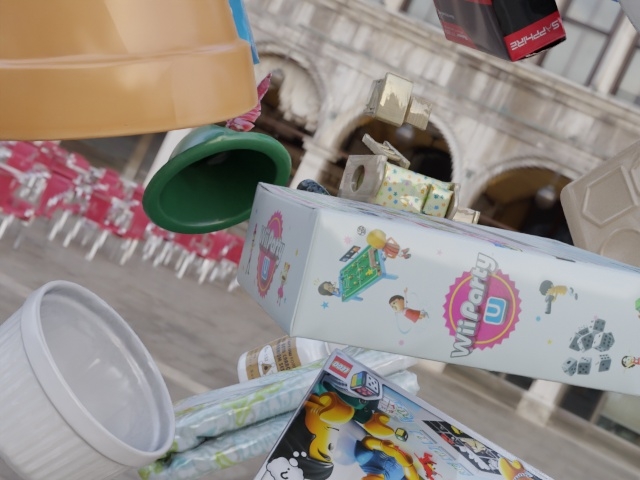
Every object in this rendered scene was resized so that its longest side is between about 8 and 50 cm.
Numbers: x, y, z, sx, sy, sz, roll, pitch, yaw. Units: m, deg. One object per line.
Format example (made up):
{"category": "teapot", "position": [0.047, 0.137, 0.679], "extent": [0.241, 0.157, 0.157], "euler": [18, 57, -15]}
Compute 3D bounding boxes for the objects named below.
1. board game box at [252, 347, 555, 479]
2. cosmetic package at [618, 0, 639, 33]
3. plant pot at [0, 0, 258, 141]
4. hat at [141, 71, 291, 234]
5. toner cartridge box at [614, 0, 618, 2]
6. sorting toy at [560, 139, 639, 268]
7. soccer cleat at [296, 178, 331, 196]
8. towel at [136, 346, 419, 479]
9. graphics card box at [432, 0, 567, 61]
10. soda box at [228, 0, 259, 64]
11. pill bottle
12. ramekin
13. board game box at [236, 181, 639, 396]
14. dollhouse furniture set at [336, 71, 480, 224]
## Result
{"category": "board game box", "position": [0.097, 0.251, 0.891], "extent": [0.305, 0.053, 0.193], "euler": [30, 45, 5]}
{"category": "cosmetic package", "position": [0.535, -0.439, 1.099], "extent": [0.161, 0.453, 0.230], "euler": [55, 30, -12]}
{"category": "plant pot", "position": [-0.206, -0.215, 0.881], "extent": [0.291, 0.203, 0.291], "euler": [-1, 16, 0]}
{"category": "hat", "position": [-0.141, -0.126, 1.140], "extent": [0.208, 0.173, 0.183], "euler": [32, 28, -59]}
{"category": "toner cartridge box", "position": [0.377, -0.525, 1.599], "extent": [0.348, 0.165, 0.075], "euler": [11, 29, -21]}
{"category": "sorting toy", "position": [0.396, -0.033, 1.180], "extent": [0.038, 0.208, 0.193], "euler": [23, 45, -33]}
{"category": "soccer cleat", "position": [0.000, 0.000, 1.224], "extent": [0.072, 0.060, 0.178], "euler": [-10, 65, -32]}
{"category": "towel", "position": [-0.067, 0.224, 1.319], "extent": [0.375, 0.090, 0.320], "euler": [-19, -5, -11]}
{"category": "graphics card box", "position": [0.186, -0.430, 1.284], "extent": [0.370, 0.094, 0.233], "euler": [66, -6, -24]}
{"category": "soda box", "position": [-0.157, -0.372, 1.516], "extent": [0.071, 0.210, 0.067], "euler": [-16, -16, 3]}
{"category": "pill bottle", "position": [-0.034, 0.241, 1.887], "extent": [0.131, 0.229, 0.131], "euler": [55, 20, -32]}
{"category": "ramekin", "position": [-0.251, 0.154, 0.972], "extent": [0.207, 0.109, 0.207], "euler": [52, 10, -14]}
{"category": "board game box", "position": [0.104, 0.034, 0.791], "extent": [0.304, 0.097, 0.224], "euler": [12, 5, -15]}
{"category": "dollhouse furniture set", "position": [0.139, -0.096, 1.161], "extent": [0.182, 0.160, 0.101], "euler": [17, -2, -22]}
